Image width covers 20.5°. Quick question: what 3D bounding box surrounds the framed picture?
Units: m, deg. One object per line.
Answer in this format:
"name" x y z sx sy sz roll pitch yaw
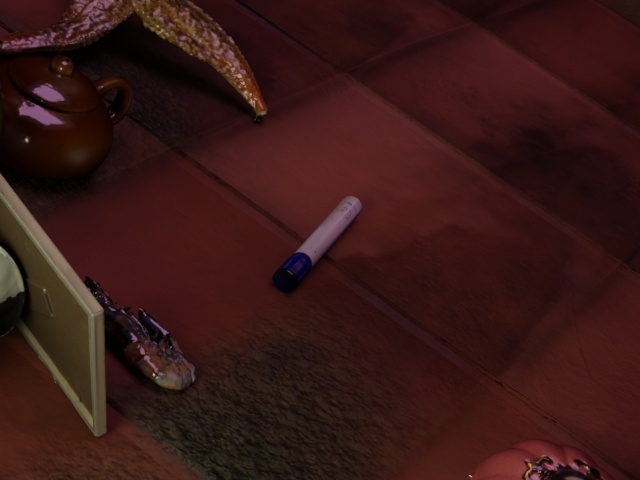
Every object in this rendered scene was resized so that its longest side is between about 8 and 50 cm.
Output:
"framed picture" -0.273 0.050 1.713 0.016 0.184 0.250 -23 51 -25

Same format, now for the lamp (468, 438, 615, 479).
"lamp" 0.225 0.292 1.798 0.182 0.140 0.182 13 48 -15

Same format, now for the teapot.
"teapot" -0.306 -0.159 2.080 0.178 0.135 0.252 45 33 22

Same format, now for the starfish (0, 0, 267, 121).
"starfish" -0.244 -0.322 2.436 0.384 0.132 0.398 21 31 -21

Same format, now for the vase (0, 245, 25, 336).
"vase" -0.385 0.101 1.561 0.165 0.165 0.360 30 23 4

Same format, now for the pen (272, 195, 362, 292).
"pen" 0.000 0.000 2.188 0.033 0.033 0.269 31 28 6

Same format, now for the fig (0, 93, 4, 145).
"fig" -0.477 -0.122 1.794 0.314 0.233 0.233 -10 35 -4

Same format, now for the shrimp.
"shrimp" -0.193 0.100 1.858 0.161 0.034 0.091 44 19 16
